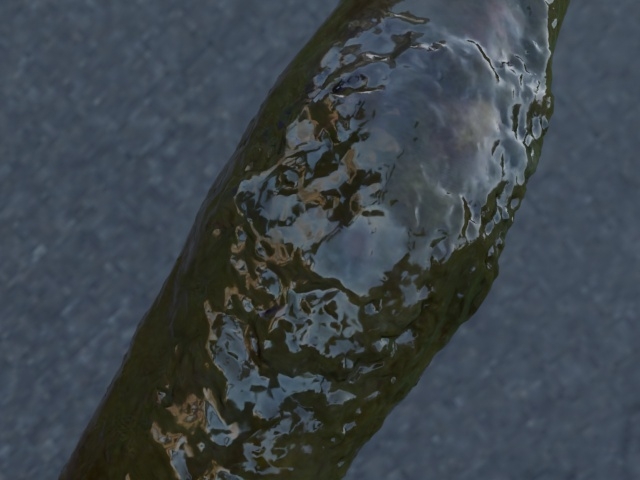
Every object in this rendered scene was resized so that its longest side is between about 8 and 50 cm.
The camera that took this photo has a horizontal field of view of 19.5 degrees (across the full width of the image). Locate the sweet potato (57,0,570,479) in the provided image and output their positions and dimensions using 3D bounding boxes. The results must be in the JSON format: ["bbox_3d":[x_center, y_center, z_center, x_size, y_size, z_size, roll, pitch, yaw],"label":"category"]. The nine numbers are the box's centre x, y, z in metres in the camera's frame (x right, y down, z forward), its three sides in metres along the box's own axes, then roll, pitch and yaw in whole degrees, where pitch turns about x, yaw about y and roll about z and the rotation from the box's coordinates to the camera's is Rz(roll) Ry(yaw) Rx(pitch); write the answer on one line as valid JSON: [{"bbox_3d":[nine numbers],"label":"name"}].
[{"bbox_3d":[0.000,0.003,0.596,0.092,0.341,0.114,33,-1,-30],"label":"sweet potato"}]
